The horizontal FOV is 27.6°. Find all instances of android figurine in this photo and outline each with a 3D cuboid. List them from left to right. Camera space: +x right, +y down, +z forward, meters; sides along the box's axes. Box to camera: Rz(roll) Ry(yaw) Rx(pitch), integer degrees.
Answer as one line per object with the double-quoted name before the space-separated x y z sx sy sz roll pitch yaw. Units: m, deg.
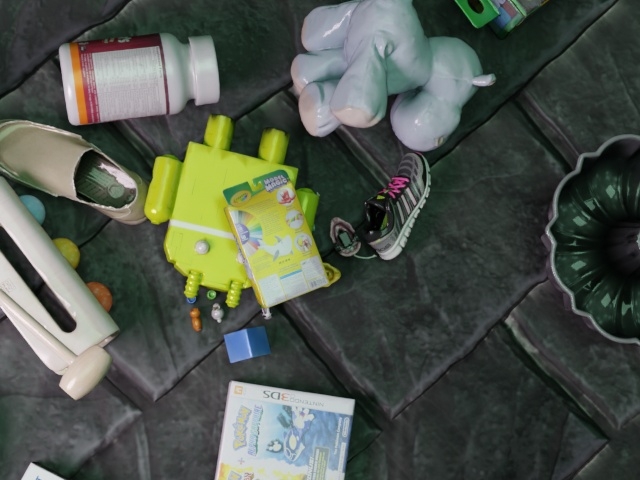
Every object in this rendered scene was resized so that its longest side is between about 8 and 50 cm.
"android figurine" -0.131 -0.041 1.900 0.248 0.056 0.273 15 80 -10

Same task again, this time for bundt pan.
"bundt pan" 0.482 0.007 1.980 0.330 0.124 0.331 1 82 -9

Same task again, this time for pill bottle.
"pill bottle" -0.264 -0.239 1.908 0.221 0.121 0.121 -8 83 -10

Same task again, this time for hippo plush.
"hippo plush" 0.114 -0.264 1.954 0.236 0.234 0.294 20 95 -35

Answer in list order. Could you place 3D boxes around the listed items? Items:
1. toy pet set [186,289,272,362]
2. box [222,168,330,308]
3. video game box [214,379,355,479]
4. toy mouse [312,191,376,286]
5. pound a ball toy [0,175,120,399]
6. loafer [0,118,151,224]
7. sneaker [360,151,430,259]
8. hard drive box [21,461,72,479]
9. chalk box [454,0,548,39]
"toy pet set" -0.124 0.119 1.905 0.122 0.065 0.114 -12 84 -9
"box" -0.067 -0.003 1.858 0.105 0.043 0.179 -20 93 -15
"video game box" -0.055 0.317 1.897 0.187 0.048 0.205 9 81 -5
"toy mouse" 0.000 0.000 1.956 0.161 0.031 0.143 -7 83 -6
"pound a ball toy" -0.380 0.061 1.804 0.135 0.208 0.319 -38 88 -11
"loafer" -0.362 -0.108 1.889 0.268 0.092 0.102 21 79 -5
"sneaker" 0.109 -0.060 1.954 0.075 0.063 0.170 27 81 -40
"hard drive box" -0.342 0.440 1.815 0.232 0.089 0.181 27 78 -3
"chalk box" 0.298 -0.406 2.011 0.213 0.132 0.132 -37 89 -11
